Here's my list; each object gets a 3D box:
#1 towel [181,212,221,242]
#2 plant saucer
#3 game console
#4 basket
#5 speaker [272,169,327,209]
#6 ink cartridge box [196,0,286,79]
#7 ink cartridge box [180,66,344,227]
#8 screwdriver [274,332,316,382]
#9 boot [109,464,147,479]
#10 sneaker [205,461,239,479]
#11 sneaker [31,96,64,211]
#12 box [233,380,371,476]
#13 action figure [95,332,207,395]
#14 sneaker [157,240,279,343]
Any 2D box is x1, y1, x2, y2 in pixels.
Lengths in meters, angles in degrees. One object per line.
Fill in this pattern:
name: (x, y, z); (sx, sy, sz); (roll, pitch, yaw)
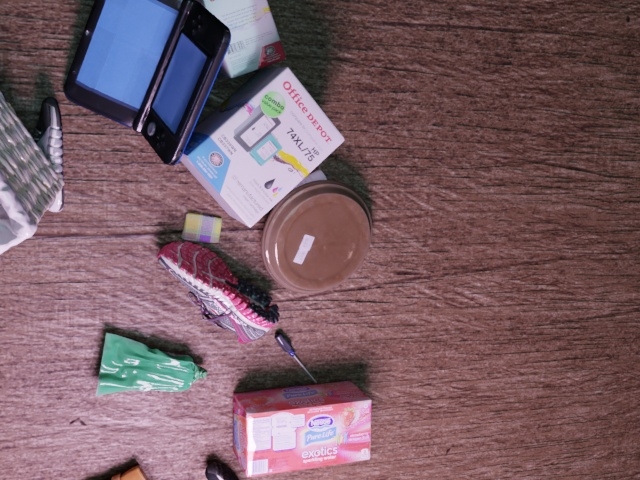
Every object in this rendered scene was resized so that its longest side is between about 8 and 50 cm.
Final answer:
towel: (-0.261, -0.027, 1.668); (0.083, 0.009, 0.060); (7, 97, -21)
plant saucer: (0.000, 0.000, 1.719); (0.277, 0.041, 0.278); (-10, 116, -21)
game console: (-0.338, -0.333, 1.454); (0.173, 0.250, 0.293); (9, 118, -40)
basket: (-0.688, -0.109, 1.325); (0.331, 0.266, 0.328); (-28, 109, 7)
speaker: (-0.048, -0.108, 1.704); (0.136, 0.055, 0.055); (-28, 108, -13)
ink cartridge box: (-0.170, -0.435, 1.562); (0.128, 0.127, 0.176); (-22, 107, -14)
ink cartridge box: (-0.133, -0.200, 1.581); (0.270, 0.197, 0.198); (-44, 111, -8)
screwdriver: (-0.054, 0.281, 1.791); (0.024, 0.025, 0.170); (-40, 109, -9)
boot: (-0.434, 0.657, 1.695); (0.220, 0.109, 0.283); (-31, 101, -16)
sneaker: (-0.208, 0.649, 1.764); (0.124, 0.107, 0.283); (-33, 109, -5)
sneaker: (-0.575, -0.167, 1.493); (0.132, 0.086, 0.229); (-1, 101, -17)
box: (-0.045, 0.428, 1.757); (0.299, 0.142, 0.154); (-3, 101, -19)
action figure: (-0.362, 0.281, 1.660); (0.232, 0.063, 0.137); (10, 94, -17)
sneaker: (-0.235, 0.119, 1.653); (0.299, 0.121, 0.112); (40, 116, -14)
